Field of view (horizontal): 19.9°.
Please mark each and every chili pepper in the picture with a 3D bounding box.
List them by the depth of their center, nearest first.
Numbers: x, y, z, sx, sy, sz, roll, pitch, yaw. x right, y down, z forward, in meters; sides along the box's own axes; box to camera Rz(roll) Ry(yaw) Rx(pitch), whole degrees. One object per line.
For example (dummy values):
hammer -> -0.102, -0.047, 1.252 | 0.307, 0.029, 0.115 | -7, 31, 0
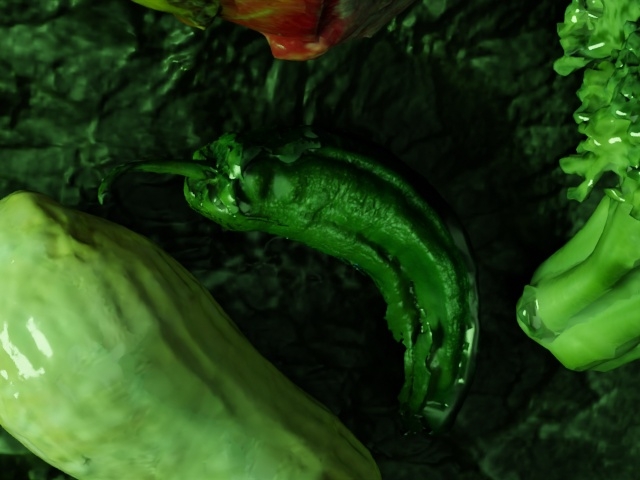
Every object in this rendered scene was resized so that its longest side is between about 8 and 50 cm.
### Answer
chili pepper -> 0.000, -0.001, 1.013 | 0.279, 0.065, 0.122 | 37, 72, -30

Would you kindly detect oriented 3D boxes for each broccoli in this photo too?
broccoli -> 0.238, -0.013, 0.995 | 0.235, 0.260, 0.288 | 3, 62, -4

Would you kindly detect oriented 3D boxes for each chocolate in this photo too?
chocolate -> -0.081, 0.099, 0.994 | 0.134, 0.134, 0.309 | -42, 113, 0

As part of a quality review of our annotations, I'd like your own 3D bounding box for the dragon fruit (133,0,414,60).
dragon fruit -> -0.042, -0.239, 0.837 | 0.269, 0.250, 0.291 | -39, 80, -17
